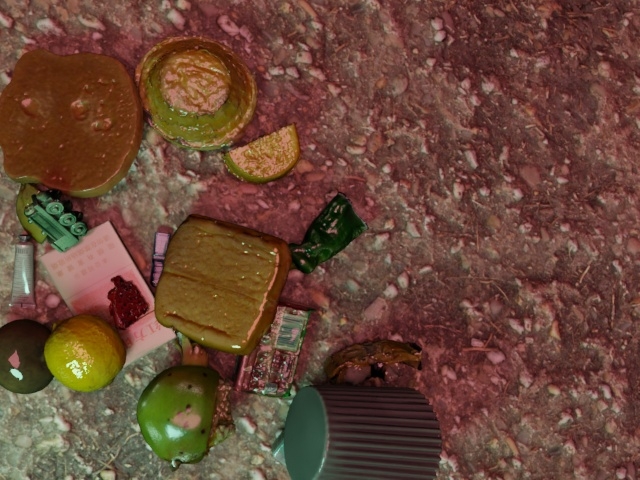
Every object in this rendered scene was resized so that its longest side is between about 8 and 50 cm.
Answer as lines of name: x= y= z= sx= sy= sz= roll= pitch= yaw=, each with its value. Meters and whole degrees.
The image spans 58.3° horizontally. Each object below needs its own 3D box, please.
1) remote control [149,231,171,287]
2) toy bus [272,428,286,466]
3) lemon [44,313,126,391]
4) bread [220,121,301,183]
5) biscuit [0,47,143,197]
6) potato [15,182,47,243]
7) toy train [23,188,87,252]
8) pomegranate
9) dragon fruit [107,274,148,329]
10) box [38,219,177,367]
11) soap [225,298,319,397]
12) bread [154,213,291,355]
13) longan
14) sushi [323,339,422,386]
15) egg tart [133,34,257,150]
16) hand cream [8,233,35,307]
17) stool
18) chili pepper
remote control: x=-0.441 y=0.054 z=1.573 sx=0.043 sy=0.027 sz=0.153 roll=6 pitch=87 yaw=-7
toy bus: x=-0.014 y=0.635 z=1.632 sx=0.261 sy=0.091 sz=0.109 roll=40 pitch=93 yaw=-8
lemon: x=-0.580 y=0.276 z=1.419 sx=0.180 sy=0.180 sz=0.193 roll=-22 pitch=83 yaw=-11
bread: x=-0.147 y=-0.229 z=1.572 sx=0.229 sy=0.143 sz=0.140 roll=-25 pitch=94 yaw=-8
biscuit: x=-0.643 y=-0.302 z=1.481 sx=0.364 sy=0.062 sz=0.385 roll=7 pitch=78 yaw=-3
potato: x=-0.747 y=-0.076 z=1.482 sx=0.149 sy=0.081 sz=0.120 roll=38 pitch=81 yaw=-9
toy train: x=-0.660 y=-0.051 z=1.428 sx=0.111 sy=0.071 sz=0.170 roll=-35 pitch=141 yaw=-5
pomegranate: x=-0.347 y=0.412 z=1.490 sx=0.260 sy=0.260 sz=0.341 roll=-1 pitch=61 yaw=-12
dragon fruit: x=-0.525 y=0.163 z=1.497 sx=0.097 sy=0.063 sz=0.131 roll=-36 pitch=98 yaw=-43
box: x=-0.562 y=0.152 z=1.534 sx=0.204 sy=0.051 sz=0.365 roll=-30 pitch=96 yaw=-10
soap: x=-0.132 y=0.295 z=1.599 sx=0.217 sy=0.098 sz=0.274 roll=15 pitch=88 yaw=-11
bread: x=-0.255 y=0.117 z=1.514 sx=0.336 sy=0.148 sz=0.328 roll=14 pitch=86 yaw=17
longan: x=-0.744 y=0.292 z=1.438 sx=0.167 sy=0.167 sz=0.187 roll=-32 pitch=79 yaw=-10
sushi: x=0.157 y=0.357 z=1.642 sx=0.290 sy=0.139 sz=0.131 roll=-2 pitch=98 yaw=-13
egg tart: x=-0.335 y=-0.406 z=1.540 sx=0.341 sy=0.132 sz=0.342 roll=0 pitch=90 yaw=-10
hand cream: x=-0.774 y=0.081 z=1.497 sx=0.067 sy=0.042 sz=0.195 roll=5 pitch=100 yaw=-13
stool: x=0.099 y=0.526 z=1.511 sx=0.330 sy=0.297 sz=0.297 roll=13 pitch=87 yaw=-26
chili pepper: x=0.000 y=0.000 z=1.629 sx=0.270 sy=0.099 sz=0.136 roll=-43 pitch=123 yaw=-14
